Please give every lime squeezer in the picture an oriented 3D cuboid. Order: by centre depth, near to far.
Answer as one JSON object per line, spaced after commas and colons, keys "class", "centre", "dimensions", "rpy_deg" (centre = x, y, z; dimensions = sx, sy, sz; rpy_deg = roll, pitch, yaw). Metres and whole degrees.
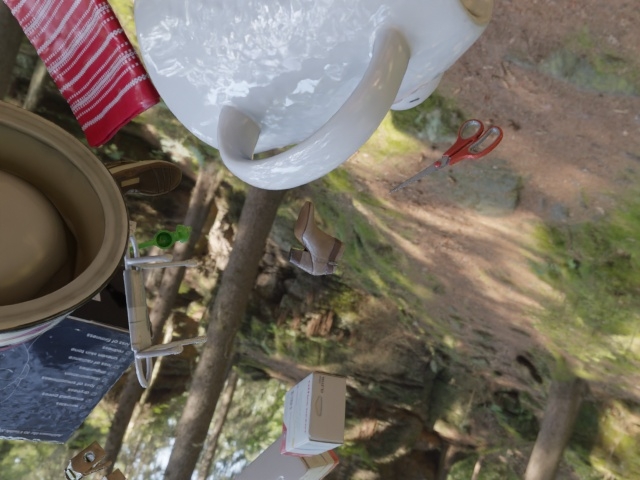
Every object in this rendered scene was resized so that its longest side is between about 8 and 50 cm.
{"class": "lime squeezer", "centre": [-0.463, -0.012, 1.602], "dimensions": [0.110, 0.058, 0.310], "rpy_deg": [10, -160, 28]}

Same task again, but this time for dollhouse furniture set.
{"class": "dollhouse furniture set", "centre": [-0.717, 0.749, 1.686], "dimensions": [0.161, 0.182, 0.101], "rpy_deg": [47, -138, 8]}

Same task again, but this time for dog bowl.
{"class": "dog bowl", "centre": [-0.499, -0.018, 0.764], "dimensions": [0.408, 0.150, 0.407], "rpy_deg": [23, -137, -24]}

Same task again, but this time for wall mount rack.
{"class": "wall mount rack", "centre": [-0.361, 0.151, 1.256], "dimensions": [0.131, 0.349, 0.304], "rpy_deg": [-7, 175, -5]}

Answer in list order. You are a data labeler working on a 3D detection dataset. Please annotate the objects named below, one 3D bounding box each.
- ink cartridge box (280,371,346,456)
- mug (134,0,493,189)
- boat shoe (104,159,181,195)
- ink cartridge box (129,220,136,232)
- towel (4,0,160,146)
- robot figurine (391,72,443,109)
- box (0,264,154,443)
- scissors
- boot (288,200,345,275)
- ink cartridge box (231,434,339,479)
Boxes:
{"class": "ink cartridge box", "centre": [-0.016, 0.347, 1.057], "dimensions": [0.073, 0.127, 0.175], "rpy_deg": [14, 148, -16]}
{"class": "mug", "centre": [-0.003, -0.222, 0.581], "dimensions": [0.328, 0.373, 0.276], "rpy_deg": [-9, 148, 36]}
{"class": "boat shoe", "centre": [-0.469, -0.165, 1.333], "dimensions": [0.095, 0.095, 0.258], "rpy_deg": [31, -154, 29]}
{"class": "ink cartridge box", "centre": [-0.634, -0.022, 1.661], "dimensions": [0.099, 0.056, 0.135], "rpy_deg": [13, -162, -13]}
{"class": "towel", "centre": [-0.329, -0.271, 0.708], "dimensions": [0.199, 0.274, 0.031], "rpy_deg": [-13, -159, 44]}
{"class": "robot figurine", "centre": [0.105, -0.368, 1.016], "dimensions": [0.278, 0.209, 0.174], "rpy_deg": [39, -144, 14]}
{"class": "box", "centre": [-0.790, 0.260, 1.413], "dimensions": [0.480, 0.471, 0.297], "rpy_deg": [27, -159, -42]}
{"class": "scissors", "centre": [0.302, -0.185, 1.286], "dimensions": [0.109, 0.297, 0.021], "rpy_deg": [47, 175, 34]}
{"class": "boot", "centre": [0.000, 0.000, 0.880], "dimensions": [0.087, 0.118, 0.042], "rpy_deg": [12, -163, -21]}
{"class": "ink cartridge box", "centre": [-0.096, 0.688, 1.591], "dimensions": [0.131, 0.226, 0.306], "rpy_deg": [47, 179, 27]}
